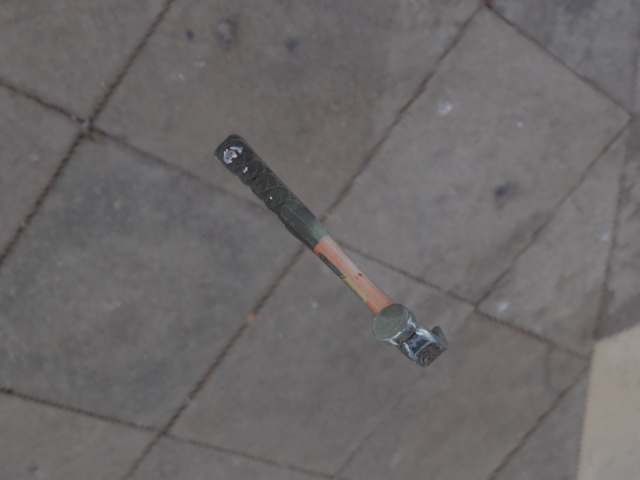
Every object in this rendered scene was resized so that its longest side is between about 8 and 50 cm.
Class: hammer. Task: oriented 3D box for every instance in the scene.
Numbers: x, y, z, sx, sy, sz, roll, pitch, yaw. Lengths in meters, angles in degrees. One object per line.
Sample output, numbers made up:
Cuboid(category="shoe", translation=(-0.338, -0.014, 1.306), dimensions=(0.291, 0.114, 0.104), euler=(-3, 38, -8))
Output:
Cuboid(category="hammer", translation=(0.000, 0.001, 0.995), dimensions=(0.033, 0.287, 0.111), euler=(-47, 145, 4))
